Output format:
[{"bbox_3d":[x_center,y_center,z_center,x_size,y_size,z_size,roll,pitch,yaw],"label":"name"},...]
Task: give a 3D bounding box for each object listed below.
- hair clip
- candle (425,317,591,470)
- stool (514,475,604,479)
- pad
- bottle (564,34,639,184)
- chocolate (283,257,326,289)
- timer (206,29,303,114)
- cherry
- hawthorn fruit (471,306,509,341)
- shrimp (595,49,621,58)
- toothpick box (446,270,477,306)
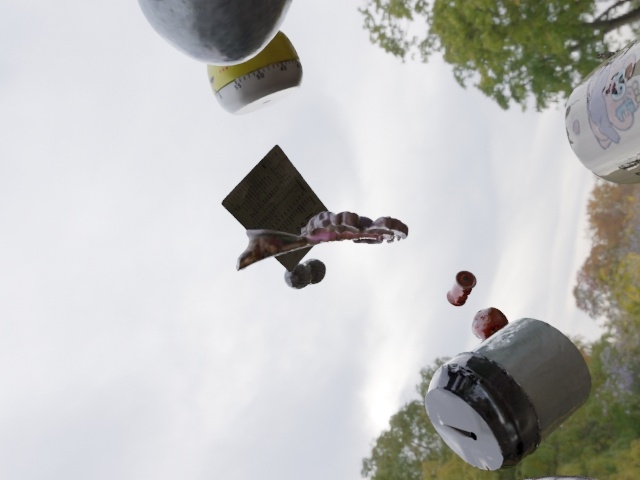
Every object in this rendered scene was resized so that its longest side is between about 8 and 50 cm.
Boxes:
[{"bbox_3d":[-0.003,-0.007,0.947,0.173,0.300,0.069,134,126,-82],"label":"hair clip"},{"bbox_3d":[0.387,0.281,1.077,0.342,0.221,0.222,-26,-54,-28],"label":"candle"},{"bbox_3d":[0.120,0.296,0.369,0.272,0.272,0.179,-5,-113,-56],"label":"stool"},{"bbox_3d":[-0.073,-0.055,1.113,0.159,0.009,0.265,-48,-45,-7],"label":"pad"},{"bbox_3d":[0.241,-0.108,0.324,0.209,0.097,0.110,121,145,-81],"label":"bottle"},{"bbox_3d":[-0.038,0.087,1.440,0.167,0.072,0.072,-10,-69,-59],"label":"chocolate"},{"bbox_3d":[-0.199,-0.509,1.506,0.285,0.285,0.286,-27,-56,-49],"label":"timer"},{"bbox_3d":[-0.138,-0.375,0.732,0.255,0.217,0.296,-59,-15,-26],"label":"cherry"},{"bbox_3d":[0.398,0.203,1.269,0.093,0.093,0.093,-27,-56,-49],"label":"hawthorn fruit"},{"bbox_3d":[0.630,-0.382,1.148,0.029,0.092,0.038,-22,-73,-64],"label":"shrimp"},{"bbox_3d":[0.304,0.106,1.178,0.047,0.047,0.083,-51,-19,-32],"label":"toothpick box"}]
